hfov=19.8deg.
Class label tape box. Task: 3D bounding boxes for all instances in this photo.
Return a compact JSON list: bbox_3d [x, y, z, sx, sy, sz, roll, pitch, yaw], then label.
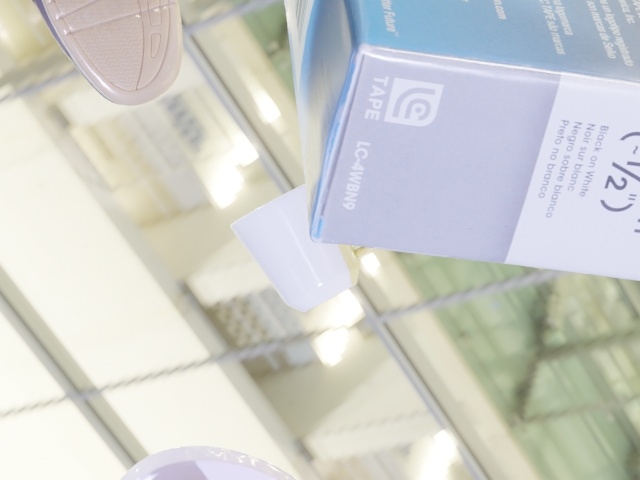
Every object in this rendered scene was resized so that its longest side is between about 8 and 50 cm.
[{"bbox_3d":[0.164,-0.085,0.928,0.348,0.115,0.249,9,-148,-11],"label":"label tape box"}]

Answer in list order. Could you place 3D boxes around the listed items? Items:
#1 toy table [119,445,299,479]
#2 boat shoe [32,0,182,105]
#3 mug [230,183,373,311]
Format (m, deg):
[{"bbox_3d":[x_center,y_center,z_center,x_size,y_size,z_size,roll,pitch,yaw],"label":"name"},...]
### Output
[{"bbox_3d":[-0.034,0.280,1.216,0.252,0.274,0.161,-46,-159,5],"label":"toy table"},{"bbox_3d":[-0.197,-0.232,1.409,0.103,0.285,0.092,-31,-176,-19],"label":"boat shoe"},{"bbox_3d":[-0.002,0.001,1.037,0.078,0.064,0.062,-28,178,9],"label":"mug"}]
